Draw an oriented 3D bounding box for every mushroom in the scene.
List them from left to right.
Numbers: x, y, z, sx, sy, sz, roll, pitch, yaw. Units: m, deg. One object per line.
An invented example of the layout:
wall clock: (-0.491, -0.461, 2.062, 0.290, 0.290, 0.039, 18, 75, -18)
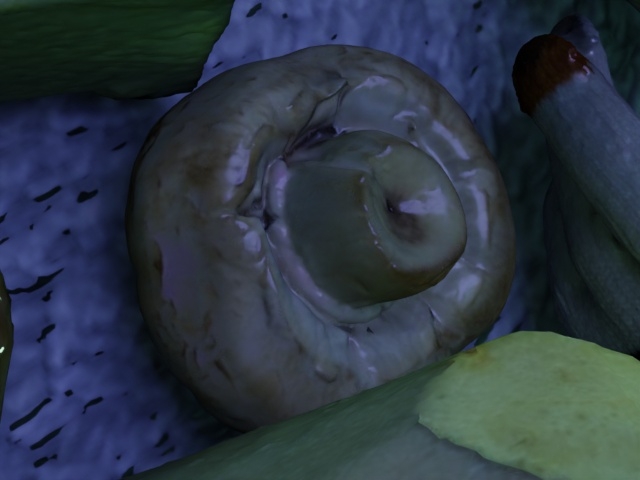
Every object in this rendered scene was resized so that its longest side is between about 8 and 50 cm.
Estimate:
mushroom: (0.000, 0.000, 0.657, 0.148, 0.112, 0.148, 13, 68, -35)

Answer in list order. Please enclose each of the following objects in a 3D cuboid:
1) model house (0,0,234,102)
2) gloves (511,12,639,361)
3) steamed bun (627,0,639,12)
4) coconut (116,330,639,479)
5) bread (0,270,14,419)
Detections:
model house: (-0.141, -0.146, 0.613, 0.189, 0.195, 0.214, -12, 87, -15)
gloves: (0.144, 0.016, 0.701, 0.219, 0.140, 0.131, 38, 70, -19)
steamed bun: (0.191, -0.229, 0.709, 0.309, 0.309, 0.309, 6, 73, -21)
coconut: (0.039, 0.194, 0.519, 0.353, 0.352, 0.352, 6, 73, -21)
bread: (-0.254, 0.120, 0.489, 0.277, 0.167, 0.324, 18, 65, -10)
